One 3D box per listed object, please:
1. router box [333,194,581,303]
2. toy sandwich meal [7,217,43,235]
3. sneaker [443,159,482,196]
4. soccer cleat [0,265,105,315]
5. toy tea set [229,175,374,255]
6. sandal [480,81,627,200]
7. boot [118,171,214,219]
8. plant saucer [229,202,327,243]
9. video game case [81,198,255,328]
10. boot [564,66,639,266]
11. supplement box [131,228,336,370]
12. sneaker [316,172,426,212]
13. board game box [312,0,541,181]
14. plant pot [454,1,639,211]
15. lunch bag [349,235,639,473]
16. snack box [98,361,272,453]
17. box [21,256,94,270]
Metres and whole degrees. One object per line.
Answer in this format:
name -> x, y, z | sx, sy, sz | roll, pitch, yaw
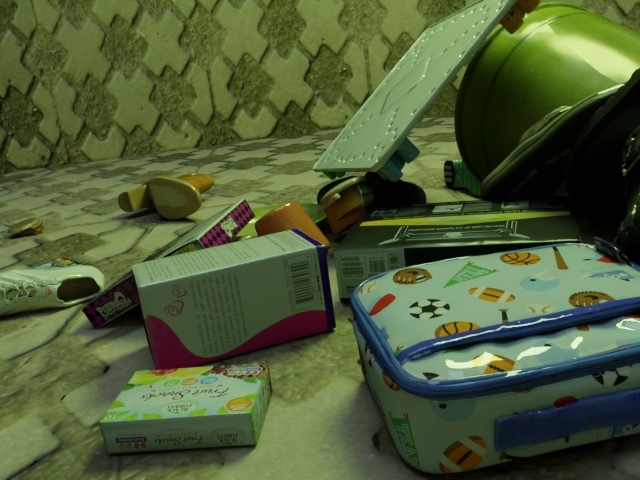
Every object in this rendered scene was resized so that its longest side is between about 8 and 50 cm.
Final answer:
router box -> 0.199, 0.008, 0.946 | 0.309, 0.081, 0.243 | -2, 16, 19
toy sandwich meal -> -0.705, -0.028, 1.608 | 0.086, 0.029, 0.085 | -15, 21, 6
sneaker -> 0.349, -0.146, 1.433 | 0.098, 0.083, 0.224 | -6, 14, -14
soccer cleat -> -0.433, 0.077, 1.035 | 0.196, 0.068, 0.076 | -11, 19, -23
toy tea set -> 0.000, 0.000, 1.088 | 0.336, 0.124, 0.200 | -25, -6, -40
sandal -> 0.341, -0.143, 0.961 | 0.120, 0.086, 0.303 | 23, -32, -23
boot -> -0.330, -0.125, 1.636 | 0.295, 0.104, 0.211 | 0, 17, 39
plant saucer -> -0.098, -0.027, 1.295 | 0.241, 0.037, 0.241 | -8, 15, 2
video game case -> -0.217, 0.027, 1.005 | 0.210, 0.042, 0.232 | -29, 10, 16
boot -> 0.377, -0.055, 0.762 | 0.131, 0.348, 0.260 | 12, 59, 3
supplement box -> -0.108, 0.068, 0.820 | 0.220, 0.111, 0.114 | -13, 16, -19
sneaker -> 0.077, -0.092, 1.298 | 0.228, 0.087, 0.130 | 7, -7, 31
board game box -> 0.168, -0.263, 1.206 | 0.390, 0.050, 0.390 | -51, 15, -5
plant pot -> 0.475, -0.194, 1.123 | 0.366, 0.366, 0.353 | -12, 26, -17
lunch bag -> 0.190, 0.091, 0.605 | 0.303, 0.115, 0.243 | -11, 18, -8
snack box -> -0.124, 0.158, 0.644 | 0.141, 0.037, 0.100 | -6, 17, 6
box -> -0.459, 0.063, 1.162 | 0.094, 0.027, 0.137 | -22, 21, -39
